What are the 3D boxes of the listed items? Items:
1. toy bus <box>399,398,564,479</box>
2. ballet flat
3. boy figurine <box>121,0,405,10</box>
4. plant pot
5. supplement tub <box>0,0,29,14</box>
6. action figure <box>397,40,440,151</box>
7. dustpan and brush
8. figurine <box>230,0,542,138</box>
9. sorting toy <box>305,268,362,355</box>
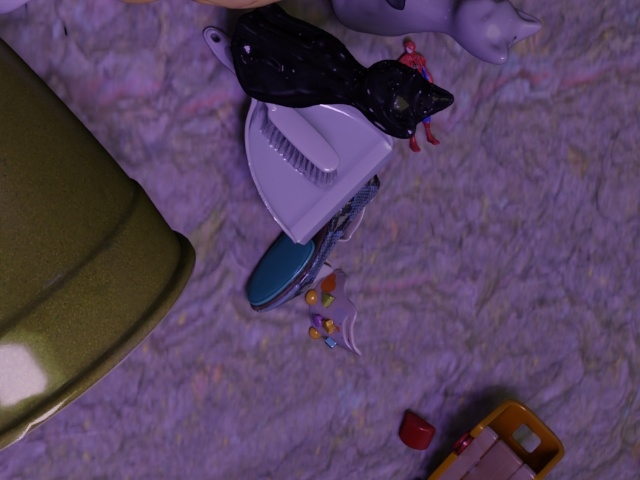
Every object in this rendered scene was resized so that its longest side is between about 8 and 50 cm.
[{"bbox_3d":[0.181,0.269,1.683,0.104,0.202,0.191,-30,116,-51],"label":"toy bus"},{"bbox_3d":[0.000,0.000,1.519,0.070,0.070,0.188,32,93,-33],"label":"ballet flat"},{"bbox_3d":[-0.062,-0.253,1.337,0.285,0.177,0.092,4,115,6],"label":"boy figurine"},{"bbox_3d":[-0.342,-0.043,1.182,0.366,0.366,0.353,-34,109,-13],"label":"plant pot"},{"bbox_3d":[-0.290,-0.293,1.209,0.144,0.144,0.200,-49,122,-4],"label":"supplement tub"},{"bbox_3d":[0.099,-0.148,1.538,0.038,0.030,0.115,-19,114,-15],"label":"action figure"},{"bbox_3d":[-0.039,-0.119,1.449,0.211,0.060,0.147,45,75,-2],"label":"dustpan and brush"},{"bbox_3d":[0.066,-0.179,1.373,0.215,0.209,0.092,-39,137,-29],"label":"figurine"},{"bbox_3d":[0.021,0.084,1.552,0.045,0.075,0.083,-16,114,-22],"label":"sorting toy"}]
